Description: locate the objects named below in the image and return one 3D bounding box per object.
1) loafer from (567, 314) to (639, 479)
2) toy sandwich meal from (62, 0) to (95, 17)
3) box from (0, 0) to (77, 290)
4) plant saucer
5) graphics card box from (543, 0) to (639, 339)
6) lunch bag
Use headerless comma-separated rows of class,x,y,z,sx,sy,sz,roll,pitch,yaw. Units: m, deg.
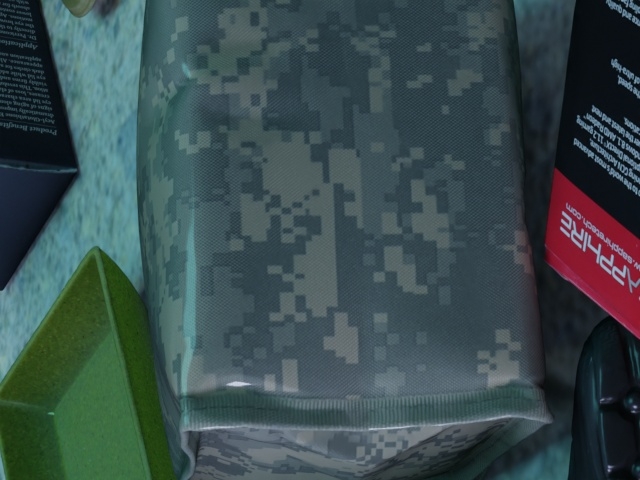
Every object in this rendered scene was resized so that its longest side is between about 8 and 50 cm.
loafer,0.133,0.137,0.713,0.078,0.076,0.223,16,-108,-86
toy sandwich meal,-0.155,-0.193,1.259,0.085,0.029,0.086,-5,84,61
box,-0.272,-0.088,1.351,0.153,0.108,0.207,-50,46,42
plant saucer,-0.143,0.131,1.168,0.188,0.045,0.188,-52,44,42
graphics card box,0.181,-0.109,0.554,0.233,0.094,0.371,45,141,51
lunch bag,0.000,0.000,0.838,0.287,0.168,0.235,112,156,-73
